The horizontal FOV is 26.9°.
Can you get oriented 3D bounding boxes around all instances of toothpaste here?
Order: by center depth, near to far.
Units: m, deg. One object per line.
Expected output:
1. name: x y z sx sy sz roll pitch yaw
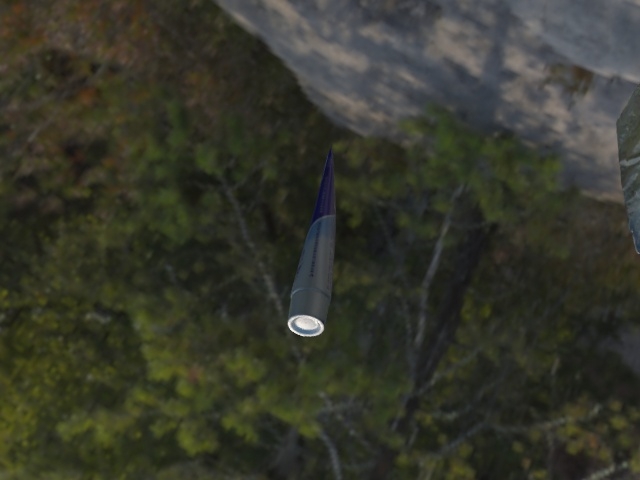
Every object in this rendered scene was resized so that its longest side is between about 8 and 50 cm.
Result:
1. toothpaste: 0.000 0.000 0.522 0.015 0.083 0.024 5 143 6

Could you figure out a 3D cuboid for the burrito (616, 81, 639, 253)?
1. burrito: 0.428 -0.163 1.541 0.107 0.175 0.348 15 110 -14
